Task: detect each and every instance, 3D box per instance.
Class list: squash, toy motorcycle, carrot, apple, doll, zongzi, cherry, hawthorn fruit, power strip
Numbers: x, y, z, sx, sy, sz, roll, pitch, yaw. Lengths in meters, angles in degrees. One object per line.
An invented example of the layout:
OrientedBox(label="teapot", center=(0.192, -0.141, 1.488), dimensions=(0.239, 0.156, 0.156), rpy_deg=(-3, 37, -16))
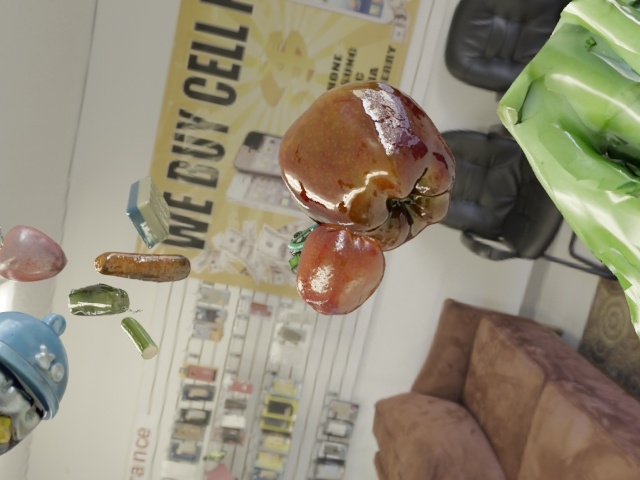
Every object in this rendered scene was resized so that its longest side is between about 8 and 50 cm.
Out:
OrientedBox(label="squash", center=(-0.271, 0.141, 0.941), dimensions=(0.083, 0.027, 0.027), rpy_deg=(41, 128, 37))
OrientedBox(label="toy motorcycle", center=(0.000, 0.000, 1.433), dimensions=(0.173, 0.058, 0.100), rpy_deg=(-36, 44, 13))
OrientedBox(label="carrot", center=(-0.342, 0.052, 1.227), dimensions=(0.060, 0.186, 0.060), rpy_deg=(-10, 79, 60))
OrientedBox(label="apple", center=(0.084, -0.137, 1.150), dimensions=(0.317, 0.288, 0.288), rpy_deg=(48, 136, 39))
OrientedBox(label="doll", center=(-0.434, 0.213, 0.822), dimensions=(0.314, 0.141, 0.177), rpy_deg=(-64, -35, -43))
OrientedBox(label="zongzi", center=(-0.380, 0.109, 1.205), dimensions=(0.130, 0.154, 0.062), rpy_deg=(-1, -92, -72))
OrientedBox(label="cherry", center=(-0.542, 0.025, 1.176), dimensions=(0.087, 0.126, 0.106), rpy_deg=(-115, 30, -71))
OrientedBox(label="hawthorn fruit", center=(0.026, 0.048, 0.947), dimensions=(0.133, 0.132, 0.138), rpy_deg=(-146, 81, -83))
OrientedBox(label="power strip", center=(-0.214, -0.037, 0.792), dimensions=(0.056, 0.032, 0.123), rpy_deg=(63, 178, -24))

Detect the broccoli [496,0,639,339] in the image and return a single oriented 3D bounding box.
OrientedBox(label="broccoli", center=(0.244, -0.045, 0.332), dimensions=(0.308, 0.275, 0.308), rpy_deg=(-53, -9, -12))
